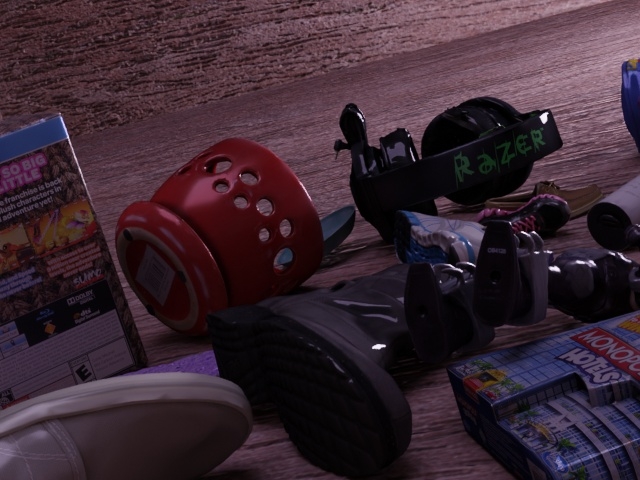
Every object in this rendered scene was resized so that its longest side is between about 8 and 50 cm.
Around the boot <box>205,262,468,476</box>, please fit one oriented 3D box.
[{"bbox_3d":[0.053,0.081,1.097,0.223,0.118,0.338,-17,17,-20],"label":"boot"}]

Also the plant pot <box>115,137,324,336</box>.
[{"bbox_3d":[-0.118,0.005,1.454,0.191,0.191,0.174,-1,30,49],"label":"plant pot"}]

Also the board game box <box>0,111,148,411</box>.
[{"bbox_3d":[-0.353,0.039,1.365,0.232,0.291,0.141,-24,15,-28],"label":"board game box"}]

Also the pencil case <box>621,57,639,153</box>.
[{"bbox_3d":[0.523,-0.198,1.585,0.306,0.119,0.133,-13,38,16],"label":"pencil case"}]

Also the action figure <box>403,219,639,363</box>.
[{"bbox_3d":[0.193,0.031,1.050,0.185,0.099,0.285,-11,-4,39],"label":"action figure"}]

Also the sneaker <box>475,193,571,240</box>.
[{"bbox_3d":[0.216,-0.014,1.413,0.119,0.047,0.057,-17,18,36],"label":"sneaker"}]

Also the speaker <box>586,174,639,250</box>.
[{"bbox_3d":[0.331,-0.038,1.329,0.055,0.055,0.136,-3,20,46],"label":"speaker"}]

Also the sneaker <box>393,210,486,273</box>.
[{"bbox_3d":[0.140,0.006,1.396,0.083,0.071,0.191,-9,15,-19],"label":"sneaker"}]

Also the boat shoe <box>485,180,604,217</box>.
[{"bbox_3d":[0.253,-0.044,1.468,0.135,0.045,0.050,-17,14,2],"label":"boat shoe"}]

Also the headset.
[{"bbox_3d":[0.129,-0.113,1.598,0.243,0.185,0.394,-22,3,-19],"label":"headset"}]

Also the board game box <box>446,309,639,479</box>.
[{"bbox_3d":[0.213,0.104,0.901,0.194,0.060,0.194,-20,14,-10],"label":"board game box"}]

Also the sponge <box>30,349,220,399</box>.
[{"bbox_3d":[-0.192,0.159,1.241,0.210,0.031,0.117,-15,14,6],"label":"sponge"}]

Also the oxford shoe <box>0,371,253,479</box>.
[{"bbox_3d":[-0.246,0.212,0.929,0.449,0.169,0.130,-15,53,-26],"label":"oxford shoe"}]

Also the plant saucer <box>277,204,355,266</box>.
[{"bbox_3d":[0.000,0.000,1.605,0.119,0.021,0.119,-35,12,8],"label":"plant saucer"}]
